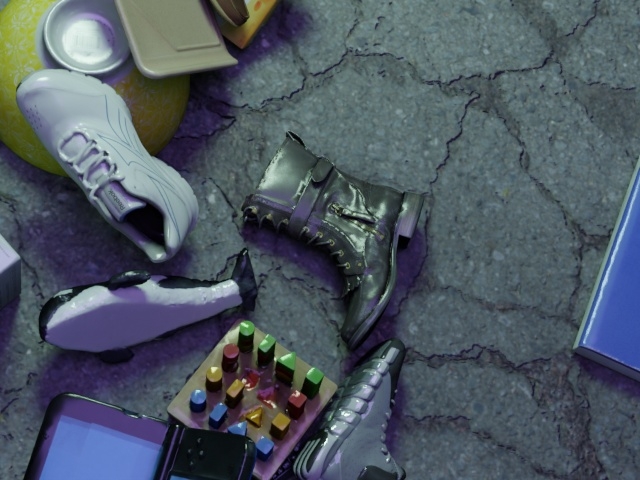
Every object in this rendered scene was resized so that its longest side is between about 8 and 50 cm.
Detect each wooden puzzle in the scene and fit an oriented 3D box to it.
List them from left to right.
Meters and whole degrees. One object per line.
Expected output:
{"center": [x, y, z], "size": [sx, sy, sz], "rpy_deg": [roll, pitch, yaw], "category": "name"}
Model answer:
{"center": [-0.214, -0.321, 1.815], "size": [0.044, 0.221, 0.238], "rpy_deg": [-24, 90, 28], "category": "wooden puzzle"}

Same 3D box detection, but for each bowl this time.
{"center": [-0.307, -0.242, 1.840], "size": [0.289, 0.156, 0.289], "rpy_deg": [3, 73, -10], "category": "bowl"}

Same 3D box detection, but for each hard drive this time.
{"center": [0.503, 0.053, 1.978], "size": [0.210, 0.040, 0.318], "rpy_deg": [24, 70, -4], "category": "hard drive"}

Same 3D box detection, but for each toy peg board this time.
{"center": [-0.085, 0.192, 1.779], "size": [0.161, 0.079, 0.160], "rpy_deg": [34, 67, 10], "category": "toy peg board"}

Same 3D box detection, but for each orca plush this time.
{"center": [-0.229, 0.059, 1.796], "size": [0.287, 0.151, 0.102], "rpy_deg": [-22, 48, -14], "category": "orca plush"}

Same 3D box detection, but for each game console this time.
{"center": [-0.239, 0.345, 1.663], "size": [0.173, 0.250, 0.293], "rpy_deg": [24, 74, -31], "category": "game console"}

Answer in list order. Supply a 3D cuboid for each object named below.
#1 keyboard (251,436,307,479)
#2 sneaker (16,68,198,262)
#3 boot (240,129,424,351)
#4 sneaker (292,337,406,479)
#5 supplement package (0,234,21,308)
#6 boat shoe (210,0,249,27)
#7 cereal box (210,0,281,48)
{"center": [-0.105, 0.287, 1.793], "size": [0.180, 0.023, 0.108], "rpy_deg": [-36, 83, -20], "category": "keyboard"}
{"center": [-0.261, -0.094, 1.743], "size": [0.111, 0.129, 0.297], "rpy_deg": [-39, 112, 16], "category": "sneaker"}
{"center": [0.000, 0.000, 1.877], "size": [0.229, 0.091, 0.263], "rpy_deg": [20, 67, 1], "category": "boot"}
{"center": [0.072, 0.247, 1.820], "size": [0.132, 0.086, 0.228], "rpy_deg": [40, 70, -12], "category": "sneaker"}
{"center": [-0.528, 0.071, 1.687], "size": [0.293, 0.177, 0.175], "rpy_deg": [-40, 85, -19], "category": "supplement package"}
{"center": [-0.135, -0.374, 1.877], "size": [0.060, 0.064, 0.178], "rpy_deg": [-22, 96, 18], "category": "boat shoe"}
{"center": [-0.150, -0.404, 1.932], "size": [0.240, 0.047, 0.173], "rpy_deg": [36, 107, 1], "category": "cereal box"}
